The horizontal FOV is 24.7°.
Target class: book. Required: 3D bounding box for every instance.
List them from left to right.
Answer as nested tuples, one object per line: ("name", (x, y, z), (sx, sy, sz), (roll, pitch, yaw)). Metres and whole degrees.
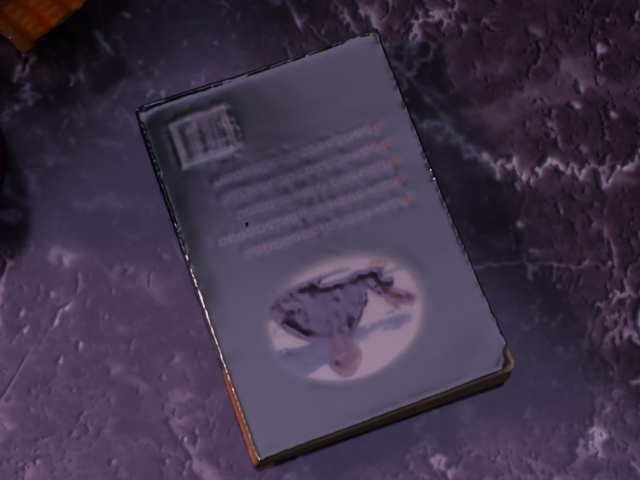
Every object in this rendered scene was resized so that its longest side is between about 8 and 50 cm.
("book", (0.000, 0.000, 1.398), (0.260, 0.043, 0.371), (-19, 74, -4))

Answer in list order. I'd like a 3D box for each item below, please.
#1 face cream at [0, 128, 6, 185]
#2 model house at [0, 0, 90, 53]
("face cream", (-0.391, -0.099, 1.335), (0.175, 0.195, 0.175), (0, 76, 1))
("model house", (-0.327, -0.284, 1.386), (0.219, 0.199, 0.229), (0, 45, 43))
